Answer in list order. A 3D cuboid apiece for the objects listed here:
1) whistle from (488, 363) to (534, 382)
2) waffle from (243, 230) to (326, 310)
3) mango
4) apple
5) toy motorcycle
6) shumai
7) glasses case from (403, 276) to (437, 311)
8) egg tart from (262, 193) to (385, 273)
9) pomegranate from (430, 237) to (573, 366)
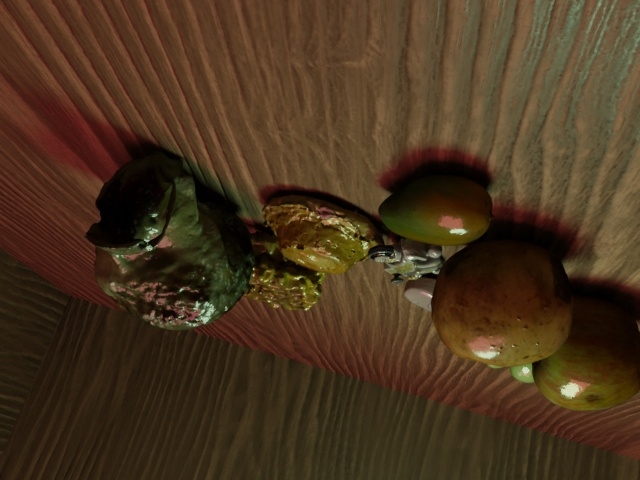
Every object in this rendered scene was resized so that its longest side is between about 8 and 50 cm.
[{"bbox_3d":[0.527,0.301,2.029,0.294,0.141,0.141,30,169,29],"label":"whistle"},{"bbox_3d":[-0.122,0.087,1.923,0.261,0.151,0.324,15,165,-6],"label":"waffle"},{"bbox_3d":[0.202,-0.047,1.300,0.157,0.114,0.251,18,162,-24],"label":"mango"},{"bbox_3d":[0.591,0.246,1.582,0.265,0.264,0.264,16,161,6],"label":"apple"},{"bbox_3d":[0.209,0.039,1.591,0.151,0.074,0.229,-18,154,30],"label":"toy motorcycle"},{"bbox_3d":[-0.356,-0.032,1.624,0.396,0.395,0.348,11,139,18],"label":"shumai"},{"bbox_3d":[0.354,0.163,1.817,0.297,0.075,0.113,19,160,-7],"label":"glasses case"},{"bbox_3d":[0.000,0.000,1.618,0.295,0.116,0.294,15,159,6],"label":"egg tart"},{"bbox_3d":[0.358,0.121,1.422,0.282,0.281,0.281,16,161,6],"label":"pomegranate"}]
